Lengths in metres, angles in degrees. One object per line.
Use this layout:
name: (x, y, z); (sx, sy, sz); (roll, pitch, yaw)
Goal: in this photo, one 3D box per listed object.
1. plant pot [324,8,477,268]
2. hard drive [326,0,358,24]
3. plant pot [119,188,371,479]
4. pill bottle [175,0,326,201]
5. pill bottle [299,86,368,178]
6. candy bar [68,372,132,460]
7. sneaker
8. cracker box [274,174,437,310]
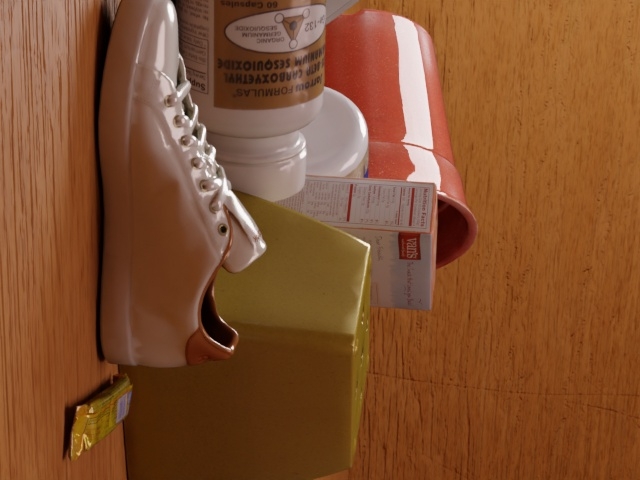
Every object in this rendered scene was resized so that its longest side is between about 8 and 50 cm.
plant pot: (0.047, -0.122, 2.272); (0.272, 0.272, 0.265); (83, 4, -65)
hard drive: (-0.005, -0.338, 1.823); (0.233, 0.047, 0.353); (-32, -142, 41)
plant pot: (-0.055, 0.090, 1.577); (0.212, 0.187, 0.212); (-80, 172, -53)
pill bottle: (-0.061, -0.156, 1.613); (0.131, 0.131, 0.229); (-74, 167, -66)
pill bottle: (-0.024, -0.029, 2.011); (0.264, 0.153, 0.153); (88, 8, -47)
candy bar: (-0.162, 0.128, 1.370); (0.161, 0.018, 0.040); (-45, 142, -83)
sneaker: (-0.098, -0.045, 1.374); (0.106, 0.123, 0.290); (-66, 159, -69)
cracker box: (0.000, 0.000, 1.855); (0.155, 0.232, 0.067); (86, 10, -59)
